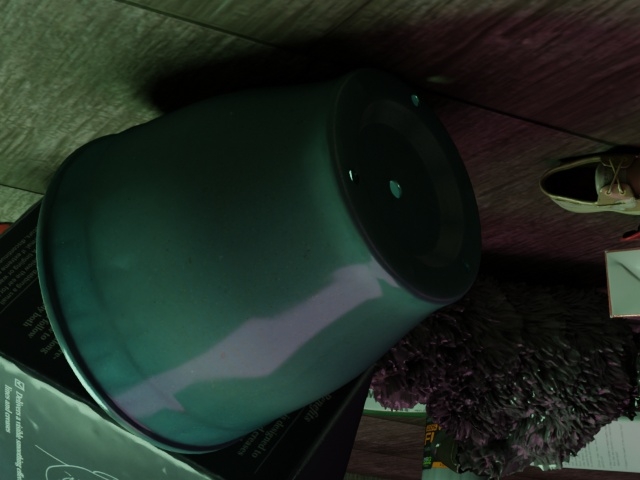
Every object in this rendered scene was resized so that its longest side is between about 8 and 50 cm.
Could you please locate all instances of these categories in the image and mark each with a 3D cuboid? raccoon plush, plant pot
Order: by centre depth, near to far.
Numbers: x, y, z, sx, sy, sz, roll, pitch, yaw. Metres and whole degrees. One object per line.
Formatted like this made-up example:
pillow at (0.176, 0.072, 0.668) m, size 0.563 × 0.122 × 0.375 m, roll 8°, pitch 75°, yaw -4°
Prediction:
plant pot at (-0.027, 0.000, 1.011) m, size 0.255 × 0.271 × 0.272 m, roll -23°, pitch 150°, yaw 33°
raccoon plush at (0.221, 0.076, 1.383) m, size 0.446 × 0.216 × 0.299 m, roll -25°, pitch 139°, yaw 27°

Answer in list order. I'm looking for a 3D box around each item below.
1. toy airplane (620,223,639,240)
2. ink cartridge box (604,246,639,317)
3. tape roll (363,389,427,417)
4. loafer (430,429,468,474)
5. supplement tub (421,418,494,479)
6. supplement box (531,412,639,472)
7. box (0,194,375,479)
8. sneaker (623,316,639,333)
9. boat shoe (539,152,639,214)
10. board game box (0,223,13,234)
toy airplane at (0.338, -0.015, 1.184) m, size 0.151 × 0.028 × 0.151 m, roll -4°, pitch 177°, yaw 0°
ink cartridge box at (0.366, 0.033, 1.230) m, size 0.115 × 0.067 × 0.198 m, roll -7°, pitch 176°, yaw 43°
tape roll at (0.081, 0.197, 1.954) m, size 0.321 × 0.077 × 0.321 m, roll 5°, pitch 164°, yaw 1°
loafer at (0.277, 0.288, 2.020) m, size 0.220 × 0.078 × 0.080 m, roll -35°, pitch 135°, yaw 3°
supplement tub at (0.225, 0.321, 2.124) m, size 0.117 × 0.190 × 0.117 m, roll 5°, pitch 164°, yaw 1°
supplement box at (0.406, 0.253, 1.890) m, size 0.220 × 0.111 × 0.114 m, roll -1°, pitch 129°, yaw 21°
box at (-0.182, 0.188, 1.353) m, size 0.396 × 0.212 × 0.293 m, roll 28°, pitch 137°, yaw 14°
sneaker at (0.365, 0.127, 1.568) m, size 0.088 × 0.092 × 0.225 m, roll 11°, pitch 163°, yaw -16°
boat shoe at (0.239, -0.047, 1.082) m, size 0.045 × 0.050 × 0.135 m, roll 13°, pitch 164°, yaw -42°
board game box at (-0.235, 0.048, 1.574) m, size 0.317 × 0.064 × 0.242 m, roll 2°, pitch 163°, yaw 16°
